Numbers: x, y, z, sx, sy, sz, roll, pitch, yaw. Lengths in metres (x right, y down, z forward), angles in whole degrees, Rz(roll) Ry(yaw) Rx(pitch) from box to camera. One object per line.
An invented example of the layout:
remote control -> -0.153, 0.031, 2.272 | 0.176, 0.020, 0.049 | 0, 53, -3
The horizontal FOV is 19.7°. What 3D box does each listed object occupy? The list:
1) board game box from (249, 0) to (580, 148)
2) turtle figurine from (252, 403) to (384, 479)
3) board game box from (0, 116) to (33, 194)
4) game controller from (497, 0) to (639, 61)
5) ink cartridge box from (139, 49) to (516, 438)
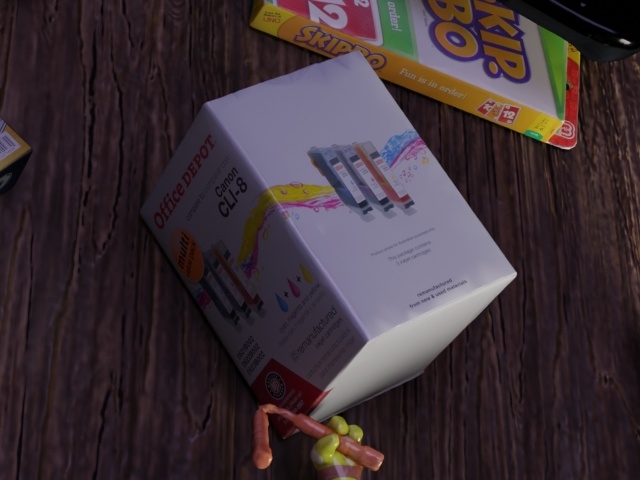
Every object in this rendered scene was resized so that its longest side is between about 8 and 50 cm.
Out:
board game box -> 0.079, -0.160, 1.327 | 0.259, 0.039, 0.124 | 22, 51, -17
turtle figurine -> 0.054, 0.218, 1.019 | 0.217, 0.087, 0.269 | 14, 38, -32
board game box -> -0.305, -0.040, 1.033 | 0.165, 0.042, 0.243 | 45, 50, 6
game controller -> 0.109, -0.234, 1.326 | 0.319, 0.067, 0.166 | 30, 26, 6
ink cartridge box -> 0.000, 0.000, 1.112 | 0.127, 0.128, 0.176 | -22, 70, -37
